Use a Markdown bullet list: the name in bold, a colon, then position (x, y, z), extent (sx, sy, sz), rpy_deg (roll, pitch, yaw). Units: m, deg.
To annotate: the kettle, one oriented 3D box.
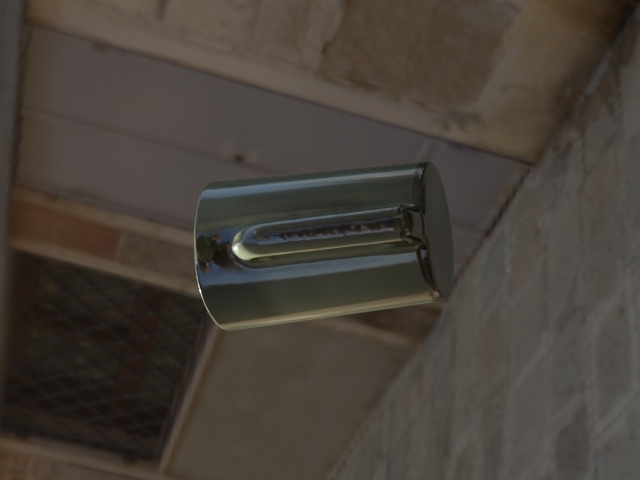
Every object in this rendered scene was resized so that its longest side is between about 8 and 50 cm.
- **kettle**: position (0.001, -0.004, 0.730), extent (0.127, 0.148, 0.098), rpy_deg (61, -151, -50)
